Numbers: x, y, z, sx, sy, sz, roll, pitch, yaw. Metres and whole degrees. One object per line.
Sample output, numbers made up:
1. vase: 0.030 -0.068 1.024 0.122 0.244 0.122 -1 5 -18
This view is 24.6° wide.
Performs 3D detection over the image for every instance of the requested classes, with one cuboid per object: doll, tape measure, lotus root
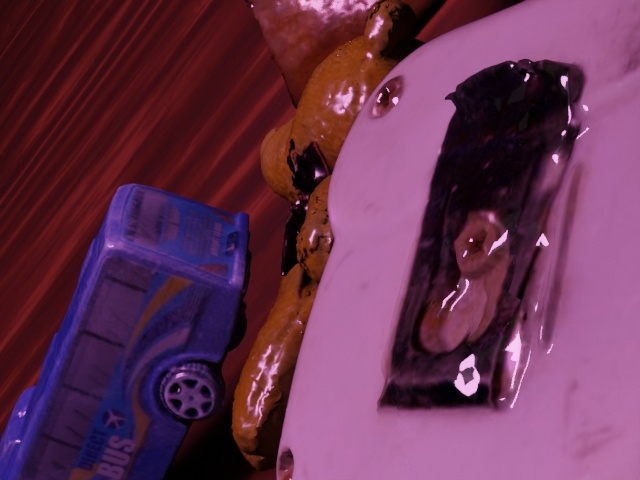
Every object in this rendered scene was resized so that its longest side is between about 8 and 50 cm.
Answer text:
1. doll: 0.000 0.000 0.667 0.097 0.137 0.209 19 71 20
2. tape measure: 0.104 0.011 0.496 0.258 0.130 0.265 -15 52 50
3. lotus root: 0.011 -0.177 0.860 0.135 0.095 0.159 -35 42 32

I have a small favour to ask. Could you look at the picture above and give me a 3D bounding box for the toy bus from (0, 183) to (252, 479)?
1. toy bus: -0.105 0.085 0.751 0.079 0.094 0.236 -77 13 -62
